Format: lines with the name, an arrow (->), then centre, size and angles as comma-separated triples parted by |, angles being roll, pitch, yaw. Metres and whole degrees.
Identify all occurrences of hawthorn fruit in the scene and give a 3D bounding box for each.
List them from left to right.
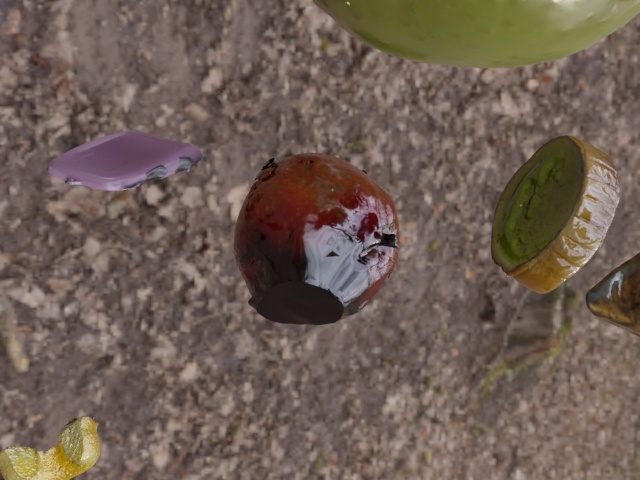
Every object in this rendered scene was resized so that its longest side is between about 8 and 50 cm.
hawthorn fruit -> -0.015, 0.001, 1.629 | 0.316, 0.315, 0.316 | 0, 90, -67

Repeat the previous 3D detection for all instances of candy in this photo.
candy -> 0.464, 0.027, 1.148 | 0.143, 0.271, 0.101 | 27, 36, -29

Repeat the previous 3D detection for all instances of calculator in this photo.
calculator -> -0.356, -0.147, 1.729 | 0.294, 0.194, 0.043 | -33, 135, -56

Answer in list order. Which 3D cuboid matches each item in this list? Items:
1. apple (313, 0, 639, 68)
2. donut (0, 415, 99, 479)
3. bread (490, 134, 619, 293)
apple -> 0.125, -0.380, 0.825 | 0.473, 0.473, 0.474 | 0, 90, -67
donut -> -0.457, 0.373, 1.634 | 0.078, 0.181, 0.146 | 61, -19, 22
bread -> 0.344, -0.041, 1.426 | 0.070, 0.236, 0.236 | 24, 61, -20
